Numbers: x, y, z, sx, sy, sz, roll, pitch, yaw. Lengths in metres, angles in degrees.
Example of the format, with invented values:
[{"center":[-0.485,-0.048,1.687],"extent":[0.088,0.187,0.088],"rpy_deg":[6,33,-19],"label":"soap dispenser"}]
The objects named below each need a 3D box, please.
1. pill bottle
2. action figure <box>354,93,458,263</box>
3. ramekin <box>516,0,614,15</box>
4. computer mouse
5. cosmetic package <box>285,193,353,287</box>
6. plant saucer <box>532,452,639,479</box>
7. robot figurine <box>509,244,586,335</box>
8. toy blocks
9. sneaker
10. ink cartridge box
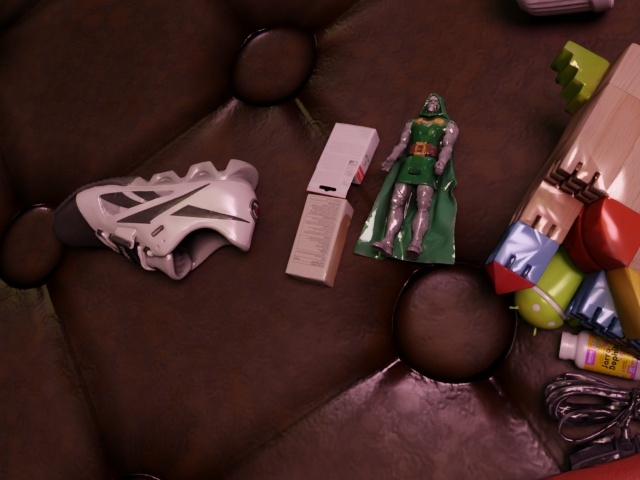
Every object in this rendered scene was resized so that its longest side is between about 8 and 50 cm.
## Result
[{"center":[0.305,0.122,0.667],"extent":[0.083,0.043,0.044],"rpy_deg":[8,75,23],"label":"pill bottle"},{"center":[0.128,-0.089,0.802],"extent":[0.137,0.063,0.232],"rpy_deg":[7,71,26],"label":"action figure"},{"center":[0.298,-0.384,0.764],"extent":[0.108,0.207,0.207],"rpy_deg":[-3,70,29],"label":"ramekin"},{"center":[0.317,0.273,0.597],"extent":[0.188,0.072,0.273],"rpy_deg":[-1,66,23],"label":"computer mouse"},{"center":[0.000,0.000,0.826],"extent":[0.060,0.041,0.115],"rpy_deg":[12,76,22],"label":"cosmetic package"},{"center":[0.254,0.332,0.525],"extent":[0.258,0.048,0.259],"rpy_deg":[-21,60,13],"label":"plant saucer"},{"center":[0.268,0.052,0.692],"extent":[0.115,0.067,0.101],"rpy_deg":[-44,94,0],"label":"robot figurine"},{"center":[0.348,0.003,0.597],"extent":[0.381,0.191,0.261],"rpy_deg":[31,84,6],"label":"toy blocks"},{"center":[-0.246,-0.011,0.878],"extent":[0.330,0.122,0.146],"rpy_deg":[-12,66,17],"label":"sneaker"},{"center":[0.032,-0.106,0.850],"extent":[0.062,0.029,0.115],"rpy_deg":[14,69,25],"label":"ink cartridge box"}]
